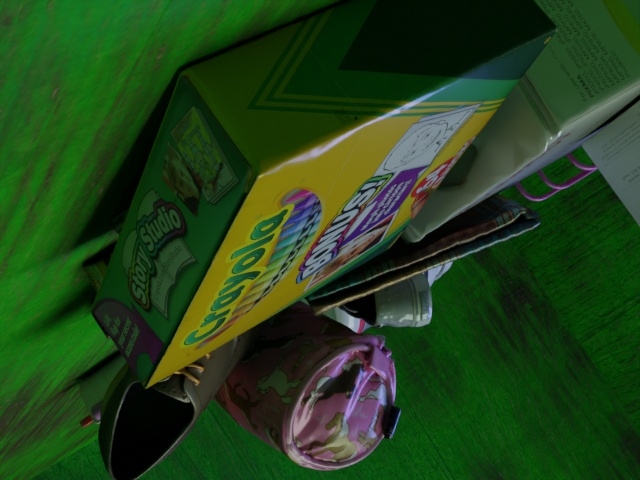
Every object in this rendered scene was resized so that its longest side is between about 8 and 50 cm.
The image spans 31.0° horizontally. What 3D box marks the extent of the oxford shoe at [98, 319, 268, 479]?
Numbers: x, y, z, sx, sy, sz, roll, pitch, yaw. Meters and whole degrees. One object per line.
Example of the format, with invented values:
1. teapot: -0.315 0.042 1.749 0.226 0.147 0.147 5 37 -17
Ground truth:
1. oxford shoe: -0.129 0.110 1.250 0.363 0.130 0.132 -62 -169 16

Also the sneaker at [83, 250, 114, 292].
1. sneaker: -0.188 0.046 1.209 0.084 0.069 0.185 -27 174 -7

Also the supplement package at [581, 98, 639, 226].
1. supplement package: 0.448 -0.048 1.175 0.177 0.293 0.175 -30 172 -30

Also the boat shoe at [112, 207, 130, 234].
1. boat shoe: -0.128 -0.028 1.073 0.142 0.040 0.049 -29 172 -36

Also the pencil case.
1. pencil case: -0.062 0.137 1.416 0.167 0.160 0.386 -5 -163 -31

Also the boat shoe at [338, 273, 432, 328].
1. boat shoe: 0.062 0.058 1.372 0.081 0.079 0.227 -3 -174 -14

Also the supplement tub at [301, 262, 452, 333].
1. supplement tub: 0.076 0.043 1.970 0.272 0.191 0.191 -30 173 -32

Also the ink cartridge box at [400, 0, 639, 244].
1. ink cartridge box: 0.244 -0.181 1.221 0.385 0.160 0.279 -29 174 -35

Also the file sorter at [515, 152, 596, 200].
1. file sorter: 0.385 -0.204 1.668 0.202 0.182 0.290 -31 173 -25

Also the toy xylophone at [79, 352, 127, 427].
1. toy xylophone: -0.282 0.212 1.984 0.236 0.081 0.323 -36 174 21

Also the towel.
1. towel: 0.086 -0.007 1.380 0.271 0.040 0.370 -22 -170 -4

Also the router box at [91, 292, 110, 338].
1. router box: -0.221 0.068 1.362 0.092 0.038 0.122 -32 174 -17

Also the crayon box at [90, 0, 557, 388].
1. crayon box: -0.011 -0.051 0.980 0.313 0.106 0.363 -30 165 -33
